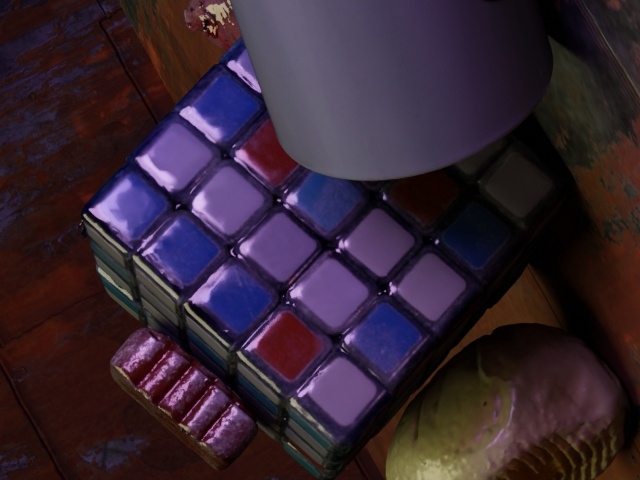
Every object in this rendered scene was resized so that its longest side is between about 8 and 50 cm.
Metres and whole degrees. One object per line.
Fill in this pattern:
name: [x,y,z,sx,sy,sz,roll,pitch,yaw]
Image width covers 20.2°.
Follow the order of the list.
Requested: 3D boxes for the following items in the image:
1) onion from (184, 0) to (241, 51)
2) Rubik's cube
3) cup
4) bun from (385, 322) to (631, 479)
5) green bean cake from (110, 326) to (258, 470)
onion: [-0.032,-0.239,1.729,0.195,0.159,0.159,26,-162,-40]
Rubik's cube: [0.000,0.000,1.519,0.293,0.287,0.292,40,168,9]
cup: [0.024,-0.216,1.191,0.205,0.205,0.312,52,166,50]
bun: [0.167,0.167,1.619,0.244,0.244,0.153,77,168,-62]
green bean cake: [-0.115,0.133,1.521,0.135,0.056,0.135,41,171,1]
